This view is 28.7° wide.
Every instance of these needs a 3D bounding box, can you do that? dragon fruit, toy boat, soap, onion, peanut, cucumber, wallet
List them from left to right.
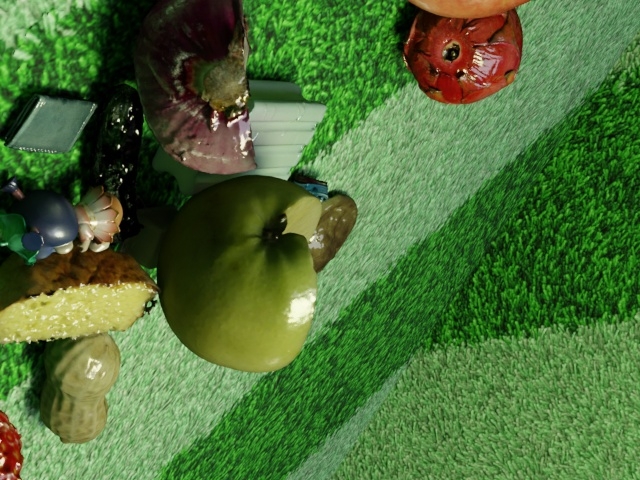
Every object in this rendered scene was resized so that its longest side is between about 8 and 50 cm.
[{"bbox_3d":[-0.354,-0.153,1.636,0.088,0.026,0.129,-54,161,16],"label":"wallet"},{"bbox_3d":[-0.394,0.236,2.054,0.136,0.120,0.298,-30,153,-36],"label":"peanut"},{"bbox_3d":[-0.292,-0.104,1.782,0.081,0.072,0.303,-27,149,-25],"label":"cucumber"},{"bbox_3d":[-0.172,-0.238,1.721,0.348,0.159,0.267,-102,-170,-72],"label":"onion"},{"bbox_3d":[-0.125,-0.168,2.003,0.289,0.095,0.173,-10,135,-61],"label":"soap"},{"bbox_3d":[-0.020,-0.090,2.399,0.137,0.060,0.061,3,103,-73],"label":"toy boat"},{"bbox_3d":[0.270,-0.369,2.342,0.241,0.241,0.252,-55,-169,6],"label":"dragon fruit"}]

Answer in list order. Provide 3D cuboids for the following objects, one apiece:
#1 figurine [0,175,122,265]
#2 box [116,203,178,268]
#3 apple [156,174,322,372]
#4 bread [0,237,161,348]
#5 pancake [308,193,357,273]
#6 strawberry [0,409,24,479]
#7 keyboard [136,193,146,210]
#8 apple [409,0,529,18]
[{"bbox_3d":[-0.359,-0.031,1.708,0.195,0.111,0.102,-17,153,-50],"label":"figurine"},{"bbox_3d":[-0.257,-0.004,1.986,0.122,0.062,0.089,-14,133,-64],"label":"box"},{"bbox_3d":[-0.126,0.036,1.882,0.258,0.233,0.295,116,-14,-55],"label":"apple"},{"bbox_3d":[-0.371,0.062,1.792,0.260,0.134,0.129,0,140,-41],"label":"bread"},{"bbox_3d":[0.000,0.000,2.603,0.242,0.050,0.242,-45,158,-24],"label":"pancake"},{"bbox_3d":[-0.539,0.293,1.760,0.234,0.234,0.178,-41,134,-29],"label":"strawberry"},{"bbox_3d":[-0.288,-0.017,2.009,0.055,0.017,0.166,-48,159,-13],"label":"keyboard"},{"bbox_3d":[0.230,-0.505,1.865,0.364,0.364,0.364,-44,158,-23],"label":"apple"}]
